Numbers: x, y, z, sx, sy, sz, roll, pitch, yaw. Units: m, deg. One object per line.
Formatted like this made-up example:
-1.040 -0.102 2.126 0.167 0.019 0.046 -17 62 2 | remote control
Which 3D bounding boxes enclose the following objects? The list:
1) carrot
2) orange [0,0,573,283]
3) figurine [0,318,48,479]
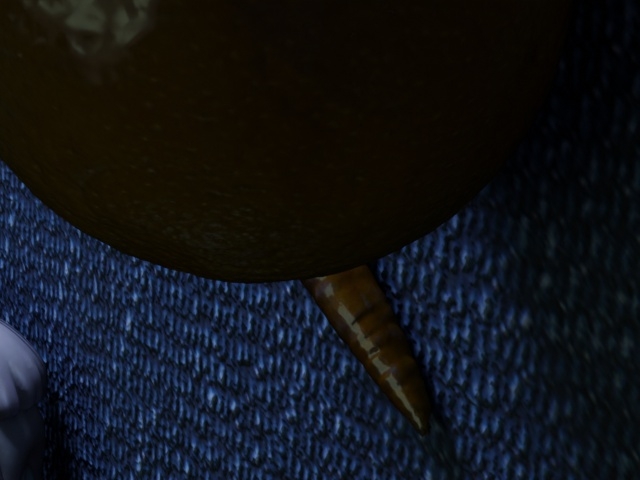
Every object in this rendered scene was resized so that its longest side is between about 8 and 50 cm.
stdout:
0.000 0.000 0.904 0.216 0.048 0.048 62 148 22 | carrot
-0.027 -0.108 0.714 0.264 0.264 0.264 30 125 56 | orange
-0.270 0.214 1.302 0.253 0.211 0.361 11 110 61 | figurine
